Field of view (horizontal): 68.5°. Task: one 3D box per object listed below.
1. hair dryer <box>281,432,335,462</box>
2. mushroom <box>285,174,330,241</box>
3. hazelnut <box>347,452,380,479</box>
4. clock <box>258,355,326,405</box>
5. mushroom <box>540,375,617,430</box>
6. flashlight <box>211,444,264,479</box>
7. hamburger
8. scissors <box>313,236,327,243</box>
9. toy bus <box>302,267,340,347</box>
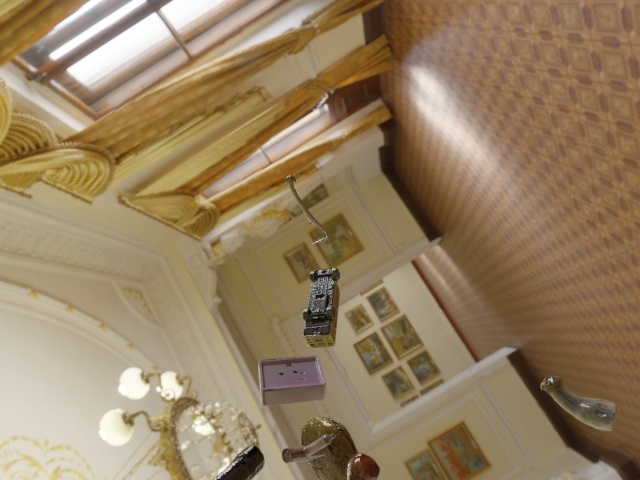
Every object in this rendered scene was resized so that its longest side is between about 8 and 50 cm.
[{"bbox_3d":[0.000,0.740,1.709,0.195,0.220,0.053,21,-143,-47],"label":"hair dryer"},{"bbox_3d":[-0.051,-0.123,1.835,0.043,0.068,0.306,-38,81,47],"label":"mushroom"},{"bbox_3d":[0.101,0.558,1.136,0.086,0.086,0.086,58,-178,-4],"label":"hazelnut"},{"bbox_3d":[-0.091,0.432,1.461,0.150,0.197,0.063,-116,25,-65],"label":"clock"},{"bbox_3d":[0.794,0.501,1.457,0.081,0.092,0.223,10,-170,-41],"label":"mushroom"},{"bbox_3d":[-0.272,0.641,1.175,0.103,0.103,0.424,59,-156,8],"label":"flashlight"},{"bbox_3d":[0.056,0.856,1.905,0.132,0.211,0.309,-11,-112,-46],"label":"hamburger"},{"bbox_3d":[0.000,0.000,1.993,0.036,0.083,0.006,26,135,66],"label":"scissors"},{"bbox_3d":[0.013,0.258,1.860,0.335,0.121,0.123,-81,-24,-46],"label":"toy bus"}]
